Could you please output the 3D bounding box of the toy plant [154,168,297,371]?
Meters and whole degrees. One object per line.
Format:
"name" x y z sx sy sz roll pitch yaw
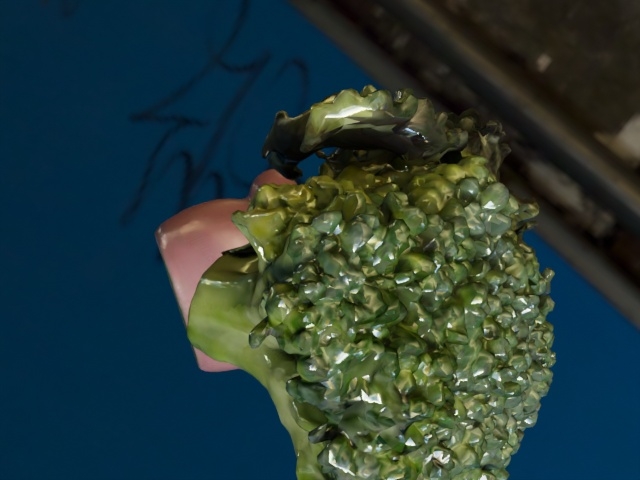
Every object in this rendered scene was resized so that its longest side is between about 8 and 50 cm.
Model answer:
"toy plant" -0.004 0.006 1.739 0.210 0.356 0.317 65 176 -11

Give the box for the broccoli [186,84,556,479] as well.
"broccoli" 0.049 0.049 1.119 0.272 0.324 0.334 28 -134 7
